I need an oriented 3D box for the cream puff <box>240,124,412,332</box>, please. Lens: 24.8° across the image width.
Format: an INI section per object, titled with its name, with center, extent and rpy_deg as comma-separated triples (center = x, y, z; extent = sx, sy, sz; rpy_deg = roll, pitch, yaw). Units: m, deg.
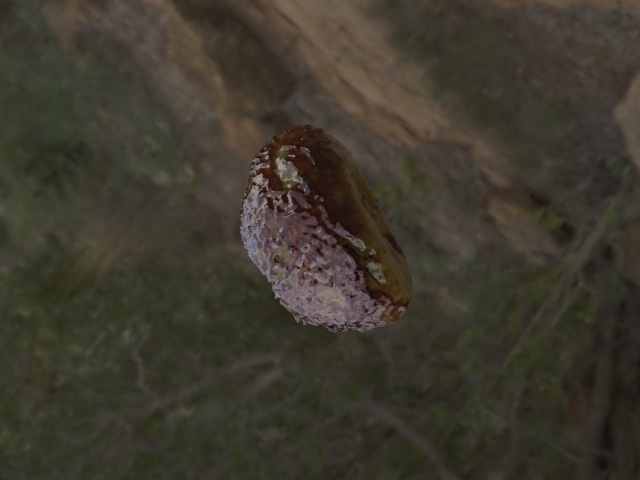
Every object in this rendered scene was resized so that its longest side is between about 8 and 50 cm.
[cream puff]
center = 0.000, 0.000, 0.926
extent = 0.149, 0.084, 0.149
rpy_deg = 61, -170, -19
